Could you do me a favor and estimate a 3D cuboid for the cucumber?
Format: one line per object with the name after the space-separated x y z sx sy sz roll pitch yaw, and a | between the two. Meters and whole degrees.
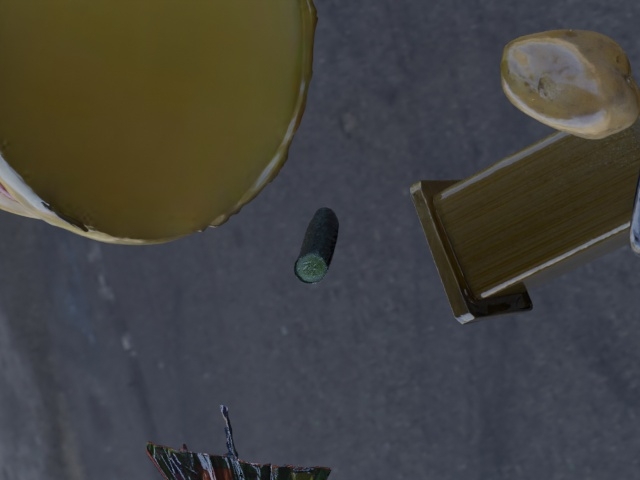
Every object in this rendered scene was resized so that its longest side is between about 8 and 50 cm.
0.000 0.000 1.312 0.133 0.032 0.032 -72 -19 -66 | cucumber

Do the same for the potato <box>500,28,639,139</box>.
0.146 -0.092 0.829 0.068 0.083 0.062 -64 -24 -70 | potato

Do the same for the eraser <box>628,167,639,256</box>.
0.320 -0.104 1.019 0.155 0.101 0.332 12 140 12 | eraser

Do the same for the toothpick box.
0.300 -0.045 1.744 0.308 0.187 0.190 -27 76 30 | toothpick box

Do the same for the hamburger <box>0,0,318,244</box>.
-0.169 -0.135 0.909 0.186 0.303 0.261 11 97 44 | hamburger

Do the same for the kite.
-0.078 0.274 1.417 0.321 0.016 0.234 -3 102 53 | kite
